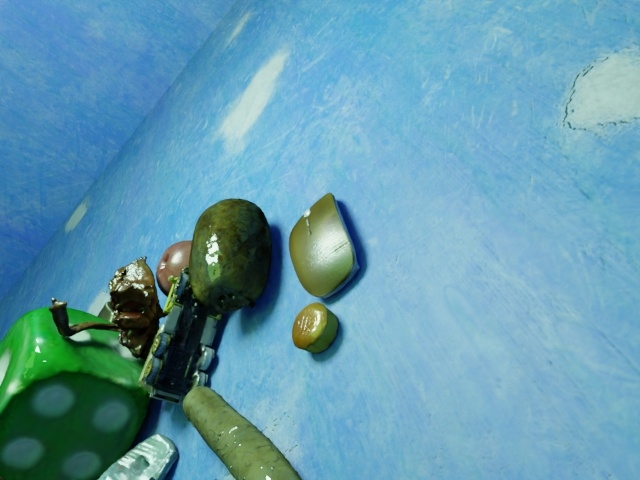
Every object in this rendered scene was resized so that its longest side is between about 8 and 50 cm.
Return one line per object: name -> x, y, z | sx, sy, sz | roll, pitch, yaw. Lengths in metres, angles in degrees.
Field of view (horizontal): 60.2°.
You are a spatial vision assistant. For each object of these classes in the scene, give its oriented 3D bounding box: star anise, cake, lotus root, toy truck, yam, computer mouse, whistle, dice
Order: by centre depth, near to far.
yam -> -0.130, 0.326, 0.879 | 0.372, 0.083, 0.083 | 18, 76, 58
cake -> -0.011, 0.145, 0.916 | 0.084, 0.044, 0.084 | -30, 42, 32
whistle -> -0.407, 0.504, 1.013 | 0.347, 0.189, 0.189 | -53, 31, -16
computer mouse -> 0.000, 0.000, 1.020 | 0.126, 0.056, 0.245 | -42, 34, 20
lotus root -> -0.183, 0.017, 1.146 | 0.152, 0.160, 0.274 | -48, 32, 31
toy truck -> -0.294, 0.203, 1.163 | 0.157, 0.124, 0.272 | -26, 46, 54
star anise -> -0.435, 0.149, 1.194 | 0.148, 0.346, 0.237 | -11, 82, 19
dice -> -0.558, 0.337, 1.207 | 0.297, 0.300, 0.287 | -58, 33, 1

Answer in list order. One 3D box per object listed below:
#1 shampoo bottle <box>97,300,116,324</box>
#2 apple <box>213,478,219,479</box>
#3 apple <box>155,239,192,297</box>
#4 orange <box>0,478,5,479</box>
shampoo bottle -> -0.650, 0.342, 1.531 | 0.350, 0.084, 0.126 | -57, 35, 0
apple -> -0.133, 0.468, 0.721 | 0.193, 0.120, 0.264 | 96, -171, -62
apple -> -0.320, 0.071, 1.307 | 0.153, 0.120, 0.153 | -32, 42, 34
orange -> -0.883, 0.528, 1.492 | 0.274, 0.274, 0.274 | -33, 39, 32
